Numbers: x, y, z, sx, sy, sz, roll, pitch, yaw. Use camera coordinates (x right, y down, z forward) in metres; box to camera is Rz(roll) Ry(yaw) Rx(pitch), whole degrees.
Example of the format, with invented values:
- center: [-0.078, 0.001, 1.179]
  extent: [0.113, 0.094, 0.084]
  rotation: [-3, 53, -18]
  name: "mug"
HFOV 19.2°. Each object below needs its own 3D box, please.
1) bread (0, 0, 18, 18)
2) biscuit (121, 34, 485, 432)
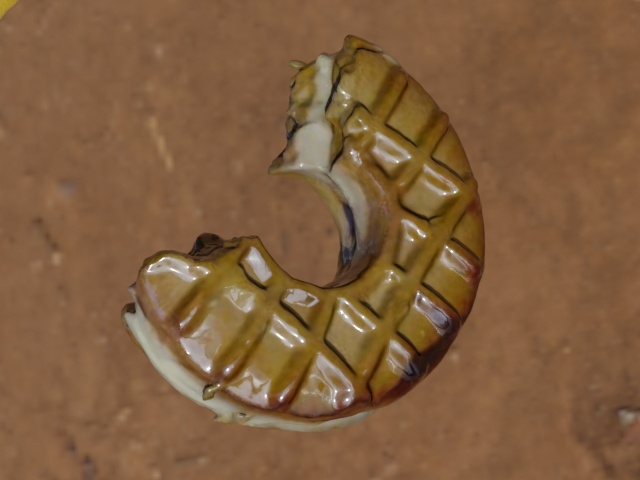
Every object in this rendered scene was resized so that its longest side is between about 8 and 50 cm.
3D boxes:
- center: [-0.355, -0.260, 1.534]
  extent: [0.111, 0.246, 0.239]
  rotation: [19, 156, 43]
  name: "bread"
- center: [0.008, 0.018, 1.652]
  extent: [0.268, 0.366, 0.115]
  rotation: [42, 153, -11]
  name: "biscuit"
